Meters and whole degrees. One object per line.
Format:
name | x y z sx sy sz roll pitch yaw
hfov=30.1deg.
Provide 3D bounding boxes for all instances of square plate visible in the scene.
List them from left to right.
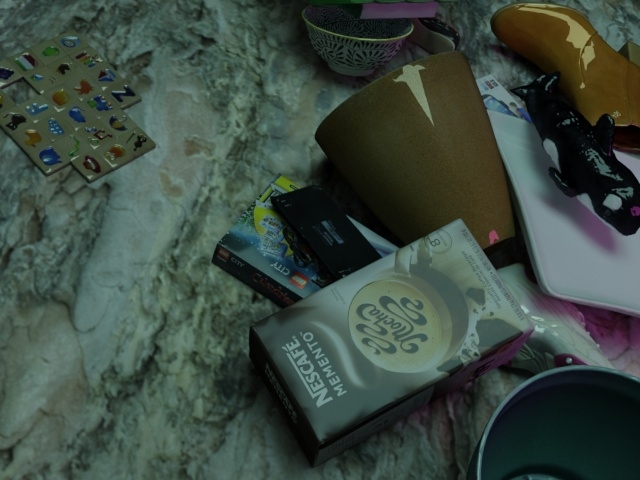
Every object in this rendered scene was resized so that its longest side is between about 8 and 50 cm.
square plate | 0.399 -0.015 1.688 0.344 0.049 0.347 15 44 -27

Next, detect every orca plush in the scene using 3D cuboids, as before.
orca plush | 0.390 -0.147 1.691 0.151 0.102 0.287 11 45 -30

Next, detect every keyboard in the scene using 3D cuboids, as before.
keyboard | 0.000 0.000 1.540 0.108 0.023 0.180 -18 52 -31

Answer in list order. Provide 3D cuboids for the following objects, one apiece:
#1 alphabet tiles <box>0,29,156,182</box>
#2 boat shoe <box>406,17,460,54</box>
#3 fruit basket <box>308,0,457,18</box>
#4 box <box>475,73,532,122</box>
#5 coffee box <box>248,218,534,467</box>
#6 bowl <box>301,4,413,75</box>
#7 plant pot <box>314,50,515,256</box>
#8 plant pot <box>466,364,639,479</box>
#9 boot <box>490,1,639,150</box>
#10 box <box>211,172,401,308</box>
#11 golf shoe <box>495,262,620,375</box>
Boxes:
alphabet tiles | -0.348 -0.184 1.650 0.237 0.009 0.198 45 53 16
boat shoe | 0.162 -0.343 1.914 0.133 0.049 0.042 31 46 3
fruit basket | 0.066 -0.446 1.873 0.327 0.165 0.353 -6 17 -23
box | 0.266 -0.206 1.855 0.081 0.028 0.136 -25 67 -31
coffee box | 0.080 0.123 1.433 0.297 0.119 0.168 -27 71 -16
bowl | 0.052 -0.300 1.809 0.170 0.080 0.170 5 30 -3
plant pot | 0.155 -0.088 1.624 0.237 0.237 0.254 -23 79 -31
plant pot | 0.287 0.314 1.348 0.293 0.196 0.293 6 60 -11
boot | 0.410 -0.257 1.892 0.295 0.104 0.211 16 50 -11
box | -0.004 0.028 1.578 0.233 0.044 0.159 33 51 7
golf shoe | 0.324 0.141 1.560 0.306 0.115 0.140 41 49 13
